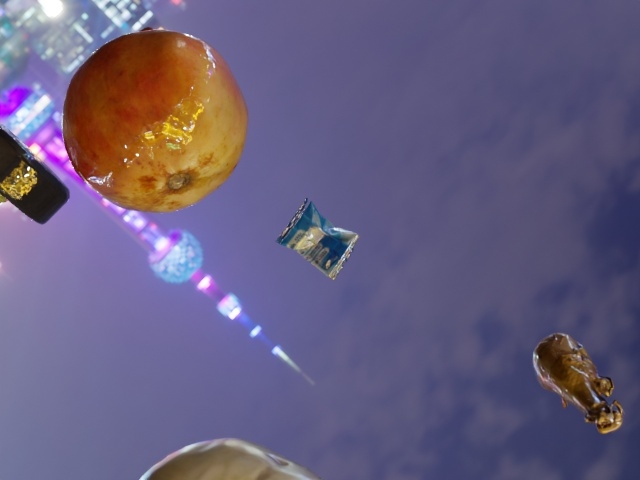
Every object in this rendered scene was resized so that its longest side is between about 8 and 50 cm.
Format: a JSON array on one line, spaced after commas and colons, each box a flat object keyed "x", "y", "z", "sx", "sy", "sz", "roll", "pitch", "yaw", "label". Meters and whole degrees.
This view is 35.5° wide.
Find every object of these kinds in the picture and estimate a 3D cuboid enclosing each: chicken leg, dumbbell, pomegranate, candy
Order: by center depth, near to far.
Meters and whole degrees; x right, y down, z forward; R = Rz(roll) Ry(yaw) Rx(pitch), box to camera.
[{"x": -0.227, "y": -0.178, "z": 1.377, "sx": 0.252, "sy": 0.229, "sz": 0.270, "roll": -33, "pitch": -122, "yaw": 25, "label": "pomegranate"}, {"x": 0.371, "y": 0.211, "z": 1.427, "sx": 0.085, "sy": 0.101, "sz": 0.207, "roll": -29, "pitch": -151, "yaw": 1, "label": "chicken leg"}, {"x": -0.581, "y": -0.030, "z": 1.598, "sx": 0.322, "sy": 0.204, "sz": 0.204, "roll": -46, "pitch": -158, "yaw": -6, "label": "dumbbell"}, {"x": 0.000, "y": -0.001, "z": 1.636, "sx": 0.088, "sy": 0.136, "sz": 0.038, "roll": -56, "pitch": -149, "yaw": -1, "label": "candy"}]

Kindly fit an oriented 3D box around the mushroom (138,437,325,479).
[{"x": -0.103, "y": 0.430, "z": 1.355, "sx": 0.353, "sy": 0.353, "sz": 0.325, "roll": -21, "pitch": -115, "yaw": 45, "label": "mushroom"}]
